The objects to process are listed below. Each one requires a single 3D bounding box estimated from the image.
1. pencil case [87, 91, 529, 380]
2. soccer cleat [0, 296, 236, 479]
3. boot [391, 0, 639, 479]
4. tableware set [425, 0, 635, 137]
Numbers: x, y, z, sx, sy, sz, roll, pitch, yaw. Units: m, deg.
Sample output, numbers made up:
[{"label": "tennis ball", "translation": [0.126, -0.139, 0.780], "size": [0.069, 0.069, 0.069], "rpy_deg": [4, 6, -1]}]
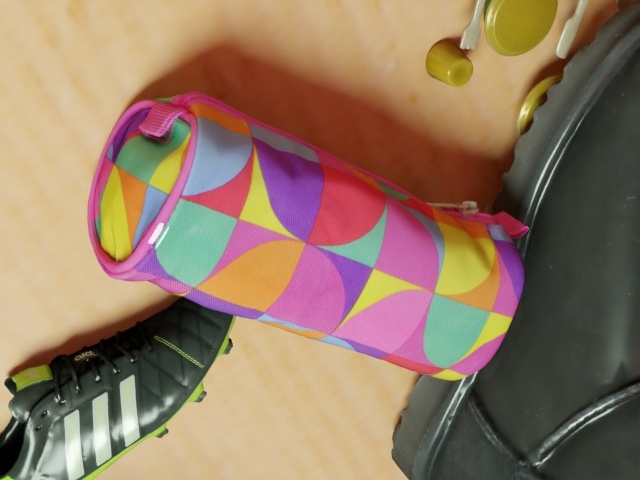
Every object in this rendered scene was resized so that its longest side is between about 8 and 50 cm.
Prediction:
[{"label": "pencil case", "translation": [0.000, 0.000, 0.600], "size": [0.236, 0.104, 0.104], "rpy_deg": [18, 106, -36]}, {"label": "soccer cleat", "translation": [-0.118, 0.081, 0.609], "size": [0.179, 0.060, 0.072], "rpy_deg": [-45, 117, -1]}, {"label": "boot", "translation": [0.256, 0.123, 0.586], "size": [0.146, 0.445, 0.367], "rpy_deg": [2, 119, -36]}, {"label": "tableware set", "translation": [0.130, -0.104, 0.672], "size": [0.154, 0.024, 0.104], "rpy_deg": [0, 119, -32]}]
